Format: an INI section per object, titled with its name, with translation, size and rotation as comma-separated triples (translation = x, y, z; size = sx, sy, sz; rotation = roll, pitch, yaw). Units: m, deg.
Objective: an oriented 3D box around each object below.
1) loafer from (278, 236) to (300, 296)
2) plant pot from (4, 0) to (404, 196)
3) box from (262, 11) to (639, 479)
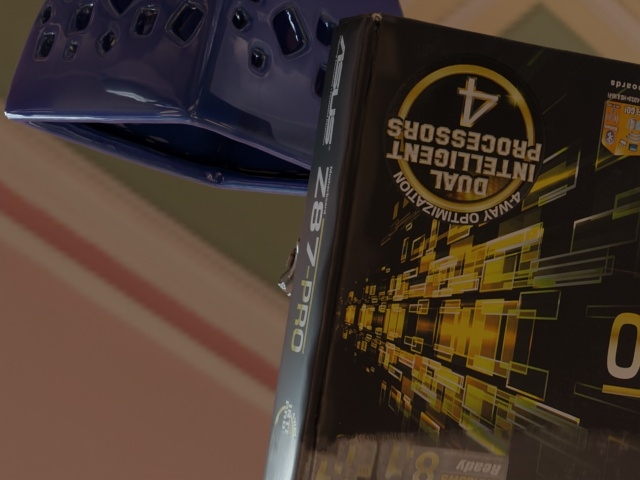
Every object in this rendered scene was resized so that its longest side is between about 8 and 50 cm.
[loafer]
translation = 0.000, 0.000, 1.615
size = 0.039, 0.045, 0.125
rotation = 37, -55, -17
[plant pot]
translation = -0.065, -0.160, 1.416
size = 0.236, 0.212, 0.236
rotation = 5, -11, 45
[box]
translation = 0.178, 0.047, 1.176
size = 0.394, 0.097, 0.318
rotation = 10, -89, -15
